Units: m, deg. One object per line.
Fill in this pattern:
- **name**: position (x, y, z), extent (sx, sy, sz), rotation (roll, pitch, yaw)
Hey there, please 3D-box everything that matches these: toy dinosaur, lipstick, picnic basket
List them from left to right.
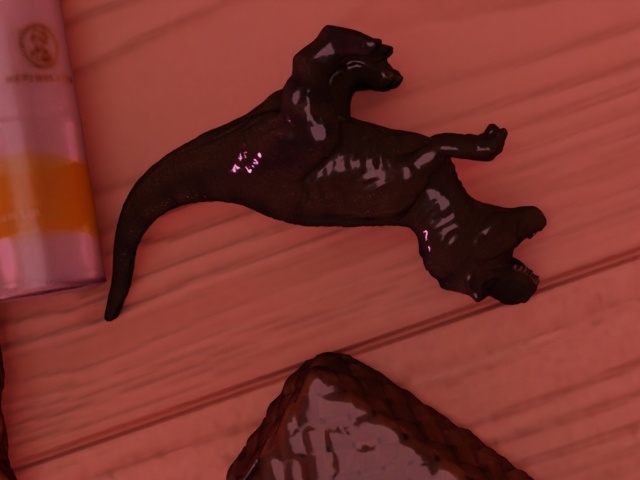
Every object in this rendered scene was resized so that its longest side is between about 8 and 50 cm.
- **lipstick**: position (-0.153, -0.104, 0.713), extent (0.059, 0.059, 0.264), rotation (-11, 86, 9)
- **toy dinosaur**: position (0.000, 0.000, 0.670), extent (0.187, 0.087, 0.179), rotation (31, 92, 11)
- **picnic basket**: position (0.046, 0.140, 0.675), extent (0.193, 0.055, 0.110), rotation (34, 94, 11)

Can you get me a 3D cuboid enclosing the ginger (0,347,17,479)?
- **ginger**: position (-0.204, 0.073, 0.709), extent (0.103, 0.073, 0.162), rotation (-10, 88, 10)
